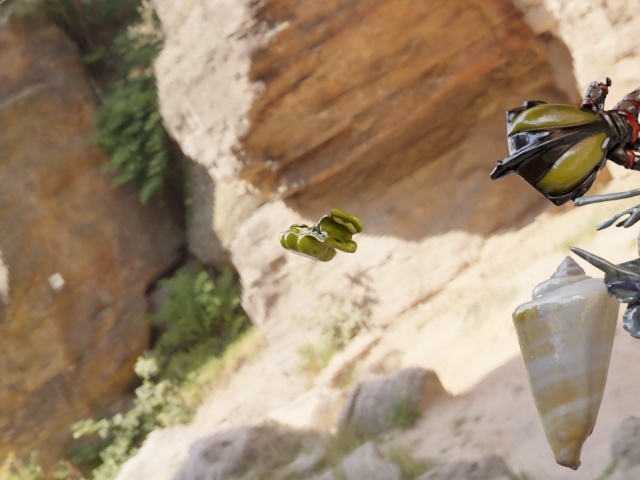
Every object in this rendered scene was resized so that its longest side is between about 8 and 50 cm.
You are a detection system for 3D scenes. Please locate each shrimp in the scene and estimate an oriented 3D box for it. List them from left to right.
[{"bbox_3d":[0.329,0.019,1.075,0.166,0.221,0.410,-22,-12,15],"label":"shrimp"}]

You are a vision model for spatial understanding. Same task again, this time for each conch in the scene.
[{"bbox_3d":[0.291,0.145,1.456,0.127,0.255,0.158,11,-12,11],"label":"conch"}]

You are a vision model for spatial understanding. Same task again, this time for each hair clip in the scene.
[{"bbox_3d":[0.000,0.000,1.452,0.173,0.072,0.046,-13,56,66],"label":"hair clip"}]

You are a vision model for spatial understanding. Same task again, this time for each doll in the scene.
[{"bbox_3d":[0.304,-0.119,1.367,0.249,0.088,0.127,-15,44,-20],"label":"doll"}]

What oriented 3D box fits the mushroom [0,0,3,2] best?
[{"bbox_3d":[-0.393,-0.424,1.437,0.352,0.260,0.352,-44,-5,-5],"label":"mushroom"}]
